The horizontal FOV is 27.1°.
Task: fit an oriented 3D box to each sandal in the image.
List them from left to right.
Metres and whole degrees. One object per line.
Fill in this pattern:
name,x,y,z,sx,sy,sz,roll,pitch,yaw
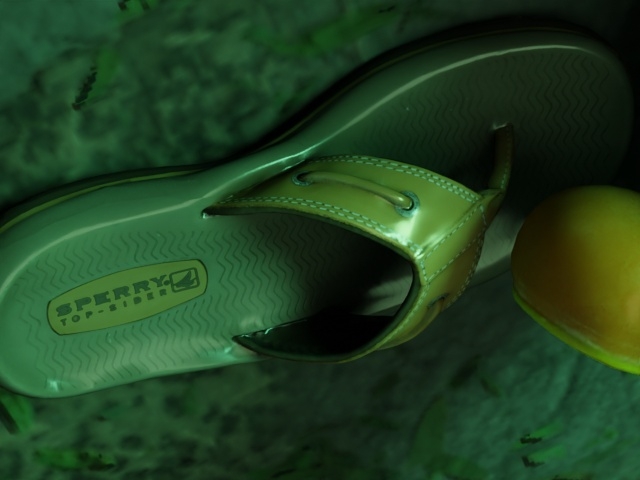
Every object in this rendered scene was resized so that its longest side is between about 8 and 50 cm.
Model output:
sandal,0.000,0.000,0.397,0.219,0.060,0.090,-17,123,-13

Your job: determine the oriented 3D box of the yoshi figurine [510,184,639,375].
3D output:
yoshi figurine,0.170,-0.102,0.285,0.203,0.203,0.362,27,108,0
